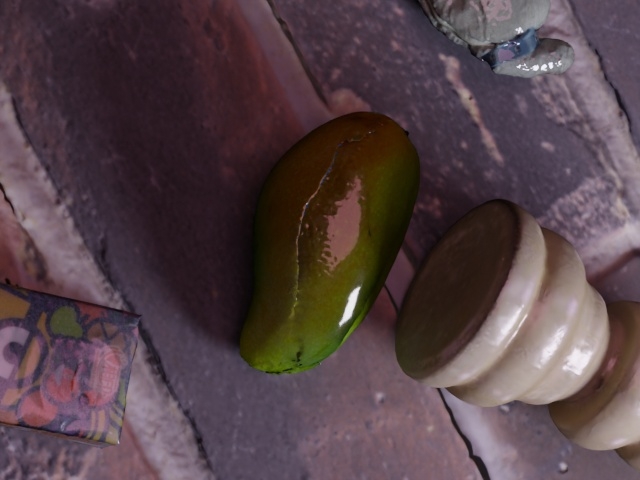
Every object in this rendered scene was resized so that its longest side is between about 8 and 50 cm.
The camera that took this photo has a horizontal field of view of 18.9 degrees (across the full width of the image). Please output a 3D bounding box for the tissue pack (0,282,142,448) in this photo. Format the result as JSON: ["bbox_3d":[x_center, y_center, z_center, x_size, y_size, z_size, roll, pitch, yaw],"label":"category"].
[{"bbox_3d":[-0.220,0.093,1.481,0.148,0.060,0.109,14,77,-20],"label":"tissue pack"}]

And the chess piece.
[{"bbox_3d":[0.226,0.106,1.612,0.299,0.167,0.167,30,72,-20],"label":"chess piece"}]

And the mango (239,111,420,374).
[{"bbox_3d":[0.000,0.000,1.560,0.125,0.111,0.233,29,84,0],"label":"mango"}]

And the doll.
[{"bbox_3d":[0.136,-0.219,1.666,0.214,0.071,0.103,47,67,-5],"label":"doll"}]
